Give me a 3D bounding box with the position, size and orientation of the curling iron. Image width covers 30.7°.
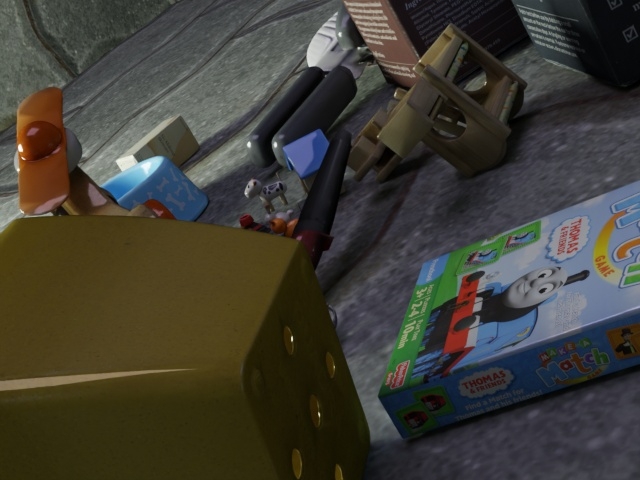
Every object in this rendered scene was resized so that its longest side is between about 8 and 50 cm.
[{"bbox_3d":[0.000,0.000,0.940,0.068,0.035,0.274,-31,27,32],"label":"curling iron"}]

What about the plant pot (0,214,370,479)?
[{"bbox_3d":[-0.088,0.106,0.639,0.187,0.212,0.212,-11,24,18],"label":"plant pot"}]

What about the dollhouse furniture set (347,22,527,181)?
[{"bbox_3d":[0.089,-0.072,1.027,0.161,0.101,0.182,-49,6,35],"label":"dollhouse furniture set"}]

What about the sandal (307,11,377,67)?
[{"bbox_3d":[0.101,-0.297,1.549,0.265,0.076,0.102,-44,51,-5],"label":"sandal"}]

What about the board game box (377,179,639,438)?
[{"bbox_3d":[0.147,0.030,0.698,0.211,0.039,0.160,-22,20,25],"label":"board game box"}]

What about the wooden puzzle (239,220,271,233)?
[{"bbox_3d":[-0.081,-0.001,1.188,0.049,0.006,0.083,-36,19,-14],"label":"wooden puzzle"}]

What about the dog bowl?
[{"bbox_3d":[-0.268,0.002,1.369,0.297,0.074,0.166,-40,20,-26],"label":"dog bowl"}]

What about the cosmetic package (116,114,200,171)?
[{"bbox_3d":[-0.227,-0.122,1.646,0.041,0.060,0.115,-11,28,43],"label":"cosmetic package"}]

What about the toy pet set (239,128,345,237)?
[{"bbox_3d":[-0.035,-0.054,1.145,0.114,0.065,0.122,-28,18,-6],"label":"toy pet set"}]

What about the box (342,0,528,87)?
[{"bbox_3d":[0.122,-0.297,1.320,0.167,0.203,0.168,-33,19,-7],"label":"box"}]

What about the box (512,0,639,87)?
[{"bbox_3d":[0.264,-0.384,1.015,0.293,0.395,0.212,-31,19,0],"label":"box"}]

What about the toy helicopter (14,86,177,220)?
[{"bbox_3d":[-0.191,-0.020,1.046,0.140,0.235,0.355,-36,19,-16],"label":"toy helicopter"}]

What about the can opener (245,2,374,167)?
[{"bbox_3d":[-0.003,-0.201,1.396,0.076,0.095,0.283,4,40,33],"label":"can opener"}]
